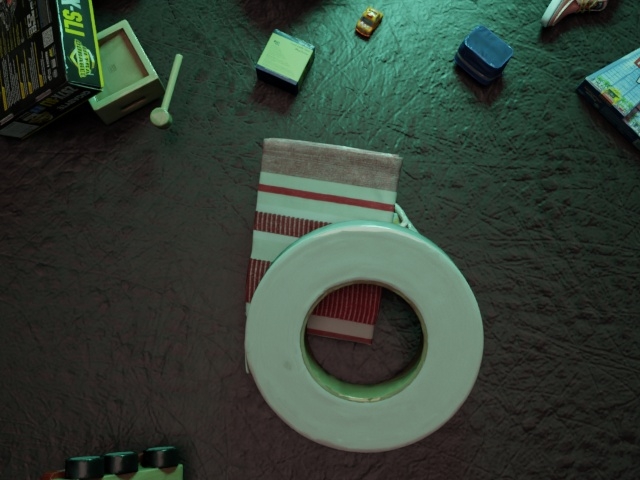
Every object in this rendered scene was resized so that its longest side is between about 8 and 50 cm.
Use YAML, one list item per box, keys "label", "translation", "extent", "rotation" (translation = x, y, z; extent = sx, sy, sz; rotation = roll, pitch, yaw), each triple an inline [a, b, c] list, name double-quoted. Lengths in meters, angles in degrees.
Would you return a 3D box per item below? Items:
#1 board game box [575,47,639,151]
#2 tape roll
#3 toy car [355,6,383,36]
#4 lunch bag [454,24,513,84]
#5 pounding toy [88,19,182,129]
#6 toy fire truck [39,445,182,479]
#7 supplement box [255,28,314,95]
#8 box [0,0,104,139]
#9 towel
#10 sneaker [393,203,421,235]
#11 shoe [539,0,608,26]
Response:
- label: "board game box"
  translation: [0.617, -0.285, 1.405]
  extent: [0.194, 0.060, 0.194]
  rotation: [-43, 84, -7]
- label: "tape roll"
  translation: [0.069, 0.159, 1.253]
  extent: [0.393, 0.072, 0.391]
  rotation: [1, 100, 4]
- label: "toy car"
  translation: [0.069, -0.447, 1.431]
  extent: [0.060, 0.040, 0.122]
  rotation: [-39, 84, -7]
- label: "lunch bag"
  translation: [0.304, -0.339, 1.406]
  extent: [0.098, 0.065, 0.067]
  rotation: [43, 67, 7]
- label: "pounding toy"
  translation: [-0.326, -0.280, 1.367]
  extent: [0.181, 0.094, 0.206]
  rotation: [-29, 82, -5]
- label: "toy fire truck"
  translation: [-0.373, 0.419, 1.224]
  extent: [0.246, 0.217, 0.158]
  rotation: [-10, 78, 40]
- label: "supplement box"
  translation: [-0.064, -0.329, 1.400]
  extent: [0.083, 0.056, 0.083]
  rotation: [24, 81, 3]
- label: "box"
  translation: [-0.501, -0.371, 1.318]
  extent: [0.257, 0.079, 0.321]
  rotation: [-19, 78, 38]
- label: "towel"
  translation: [0.000, 0.000, 1.295]
  extent: [0.237, 0.037, 0.328]
  rotation: [10, 100, 9]
- label: "sneaker"
  translation: [0.134, 0.000, 1.331]
  extent: [0.087, 0.092, 0.228]
  rotation: [-44, 85, -9]
- label: "shoe"
  translation: [0.496, -0.456, 1.429]
  extent: [0.081, 0.063, 0.178]
  rotation: [39, 77, 10]
